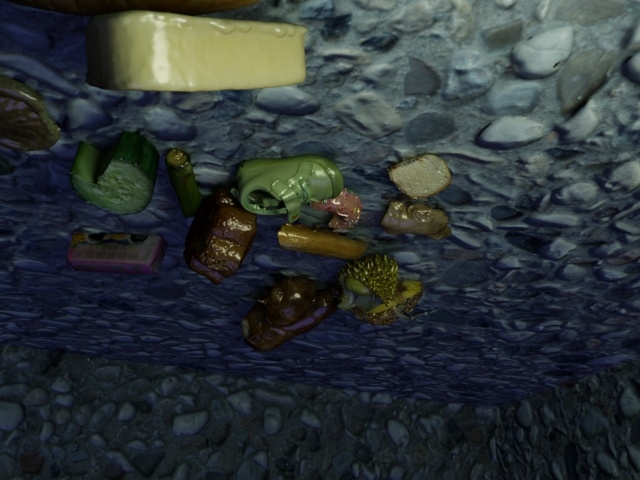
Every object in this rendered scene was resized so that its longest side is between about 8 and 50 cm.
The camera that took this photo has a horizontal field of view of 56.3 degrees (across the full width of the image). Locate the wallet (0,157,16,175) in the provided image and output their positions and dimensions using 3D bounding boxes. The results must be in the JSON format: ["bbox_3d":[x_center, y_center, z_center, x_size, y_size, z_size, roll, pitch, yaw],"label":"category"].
[{"bbox_3d":[-0.836,-0.183,1.482,0.129,0.026,0.088,-7,151,20],"label":"wallet"}]

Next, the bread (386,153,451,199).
[{"bbox_3d":[0.231,-0.153,1.382,0.129,0.044,0.126,-18,138,41],"label":"bread"}]

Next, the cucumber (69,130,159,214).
[{"bbox_3d":[-0.461,-0.155,1.385,0.191,0.130,0.191,0,151,0],"label":"cucumber"}]

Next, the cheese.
[{"bbox_3d":[-0.188,-0.295,0.959,0.383,0.104,0.384,-1,-164,0],"label":"cheese"}]

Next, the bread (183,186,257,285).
[{"bbox_3d":[-0.242,-0.013,1.506,0.135,0.232,0.247,22,117,-30],"label":"bread"}]

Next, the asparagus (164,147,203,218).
[{"bbox_3d":[-0.333,-0.129,1.484,0.067,0.060,0.278,-6,154,-3],"label":"asparagus"}]

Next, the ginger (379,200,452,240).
[{"bbox_3d":[0.259,-0.049,1.546,0.213,0.074,0.137,14,160,-11],"label":"ginger"}]

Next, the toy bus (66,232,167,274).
[{"bbox_3d":[-0.610,0.039,1.799,0.273,0.112,0.090,2,145,4],"label":"toy bus"}]

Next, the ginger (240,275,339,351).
[{"bbox_3d":[-0.150,0.249,2.063,0.418,0.176,0.254,-30,140,35],"label":"ginger"}]

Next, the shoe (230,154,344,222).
[{"bbox_3d":[-0.077,-0.120,1.410,0.262,0.128,0.140,6,159,8],"label":"shoe"}]

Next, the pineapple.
[{"bbox_3d":[0.202,0.228,1.952,0.334,0.158,0.161,-4,129,-5],"label":"pineapple"}]

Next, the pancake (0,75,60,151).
[{"bbox_3d":[-0.677,-0.266,1.285,0.222,0.042,0.236,11,153,-18],"label":"pancake"}]

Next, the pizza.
[{"bbox_3d":[0.000,0.000,1.603,0.365,0.074,0.182,11,-169,-44],"label":"pizza"}]

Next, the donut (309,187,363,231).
[{"bbox_3d":[0.050,-0.084,1.515,0.117,0.065,0.166,-15,149,34],"label":"donut"}]

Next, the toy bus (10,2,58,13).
[{"bbox_3d":[-0.475,-0.403,0.997,0.083,0.037,0.031,6,152,-3],"label":"toy bus"}]

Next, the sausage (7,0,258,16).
[{"bbox_3d":[-0.312,-0.401,0.893,0.500,0.123,0.136,5,131,-1],"label":"sausage"}]

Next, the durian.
[{"bbox_3d":[0.138,0.128,1.776,0.172,0.167,0.306,-18,173,-31],"label":"durian"}]
